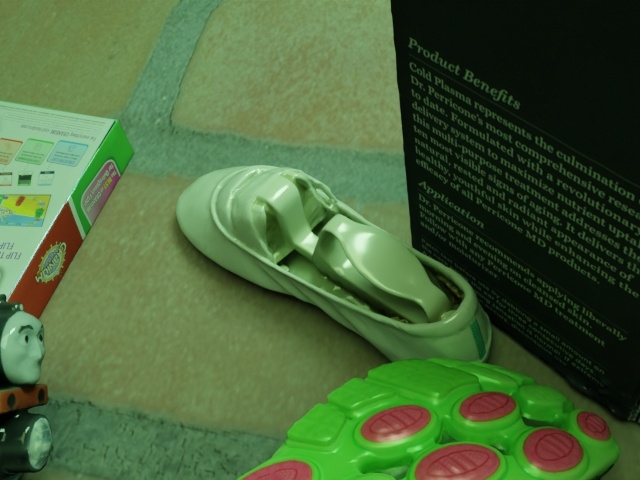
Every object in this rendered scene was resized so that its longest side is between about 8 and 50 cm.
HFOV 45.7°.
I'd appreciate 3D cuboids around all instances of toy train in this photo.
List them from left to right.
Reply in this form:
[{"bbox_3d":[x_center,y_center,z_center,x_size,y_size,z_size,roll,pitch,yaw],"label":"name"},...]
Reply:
[{"bbox_3d":[-0.412,0.145,0.708,0.333,0.142,0.190,-2,84,8],"label":"toy train"}]

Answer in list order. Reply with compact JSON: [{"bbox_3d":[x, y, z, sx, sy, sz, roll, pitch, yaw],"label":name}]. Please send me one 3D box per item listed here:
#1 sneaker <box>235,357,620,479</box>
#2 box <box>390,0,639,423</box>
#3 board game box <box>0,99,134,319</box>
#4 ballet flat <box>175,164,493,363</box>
[{"bbox_3d":[0.029,0.247,0.584,0.482,0.202,0.185,-22,37,-25],"label":"sneaker"},{"bbox_3d":[0.324,-0.181,0.633,0.480,0.472,0.297,-41,60,-18],"label":"box"},{"bbox_3d":[-0.399,-0.025,0.894,0.242,0.064,0.317,12,59,17],"label":"board game box"},{"bbox_3d":[0.000,0.000,0.772,0.400,0.139,0.139,31,66,26],"label":"ballet flat"}]
